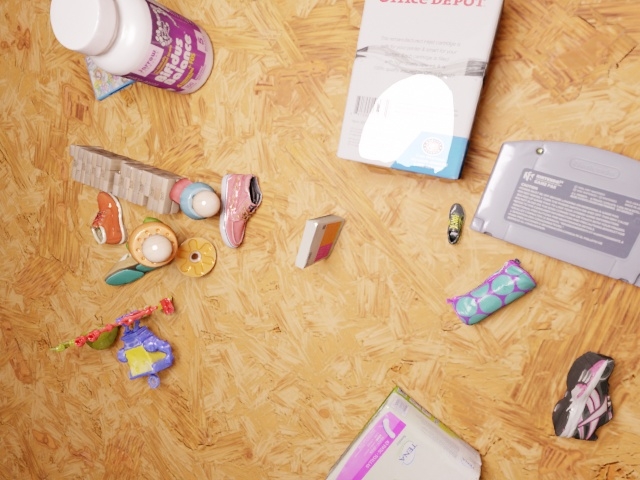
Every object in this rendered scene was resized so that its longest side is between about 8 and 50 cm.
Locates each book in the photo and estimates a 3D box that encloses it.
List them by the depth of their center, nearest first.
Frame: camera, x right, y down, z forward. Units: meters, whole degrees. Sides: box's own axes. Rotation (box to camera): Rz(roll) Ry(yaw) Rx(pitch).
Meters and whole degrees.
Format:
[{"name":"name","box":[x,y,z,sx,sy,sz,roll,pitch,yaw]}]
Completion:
[{"name":"book","box":[0.000,0.000,0.842,0.035,0.144,0.096,22,105,18]}]

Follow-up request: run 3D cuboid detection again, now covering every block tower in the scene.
[{"name":"block tower","box":[-0.502,-0.162,1.057,0.335,0.091,0.097,22,105,19]}]

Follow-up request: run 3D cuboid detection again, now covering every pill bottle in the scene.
[{"name":"pill bottle","box":[-0.379,-0.421,0.851,0.169,0.301,0.169,4,99,22]}]

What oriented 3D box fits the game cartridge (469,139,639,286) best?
[{"name":"game cartridge","box":[0.439,-0.062,0.701,0.294,0.060,0.196,22,109,18]}]

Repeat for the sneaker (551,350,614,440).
[{"name":"sneaker","box":[0.490,0.283,0.731,0.077,0.072,0.178,15,112,8]}]

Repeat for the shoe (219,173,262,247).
[{"name":"shoe","box":[-0.186,-0.069,0.953,0.081,0.063,0.178,2,94,27]}]

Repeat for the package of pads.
[{"name":"package of pads","box":[0.169,0.501,0.869,0.229,0.101,0.297,36,110,15]}]

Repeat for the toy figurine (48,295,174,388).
[{"name":"toy figurine","box":[-0.519,0.315,1.090,0.362,0.191,0.217,-23,94,25]}]

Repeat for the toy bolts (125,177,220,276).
[{"name":"toy bolts","box":[-0.296,-0.018,0.931,0.158,0.218,0.229,18,76,56]}]

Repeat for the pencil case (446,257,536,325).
[{"name":"pencil case","box":[0.322,0.099,0.766,0.151,0.064,0.070,-42,97,22]}]

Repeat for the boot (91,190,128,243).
[{"name":"boot","box":[-0.593,-0.064,1.114,0.059,0.084,0.158,-17,89,25]}]

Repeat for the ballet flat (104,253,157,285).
[{"name":"ballet flat","box":[-0.498,0.060,1.109,0.232,0.080,0.073,-20,62,21]}]

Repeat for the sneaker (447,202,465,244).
[{"name":"sneaker","box":[0.263,-0.030,0.787,0.031,0.035,0.083,4,99,21]}]

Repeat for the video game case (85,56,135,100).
[{"name":"video game case","box":[-0.549,-0.458,1.074,0.166,0.015,0.119,-14,92,24]}]

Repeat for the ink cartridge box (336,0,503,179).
[{"name":"ink cartridge box","box":[0.178,-0.282,0.734,0.223,0.129,0.308,15,103,20]}]
